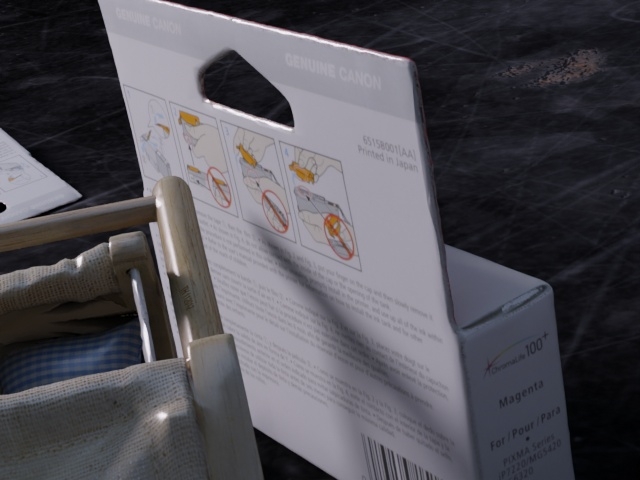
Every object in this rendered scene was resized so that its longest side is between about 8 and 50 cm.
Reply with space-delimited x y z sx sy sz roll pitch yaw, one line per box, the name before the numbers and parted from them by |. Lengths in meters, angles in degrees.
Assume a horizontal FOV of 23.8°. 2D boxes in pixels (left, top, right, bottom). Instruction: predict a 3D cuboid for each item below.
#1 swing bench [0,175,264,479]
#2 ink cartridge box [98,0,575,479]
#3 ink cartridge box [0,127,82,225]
swing bench | -0.154 0.108 0.632 0.253 0.165 0.254 -12 23 -7
ink cartridge box | 0.000 0.000 0.727 0.060 0.239 0.275 -23 26 -29
ink cartridge box | -0.332 -0.038 1.226 0.189 0.066 0.232 -25 48 -33
